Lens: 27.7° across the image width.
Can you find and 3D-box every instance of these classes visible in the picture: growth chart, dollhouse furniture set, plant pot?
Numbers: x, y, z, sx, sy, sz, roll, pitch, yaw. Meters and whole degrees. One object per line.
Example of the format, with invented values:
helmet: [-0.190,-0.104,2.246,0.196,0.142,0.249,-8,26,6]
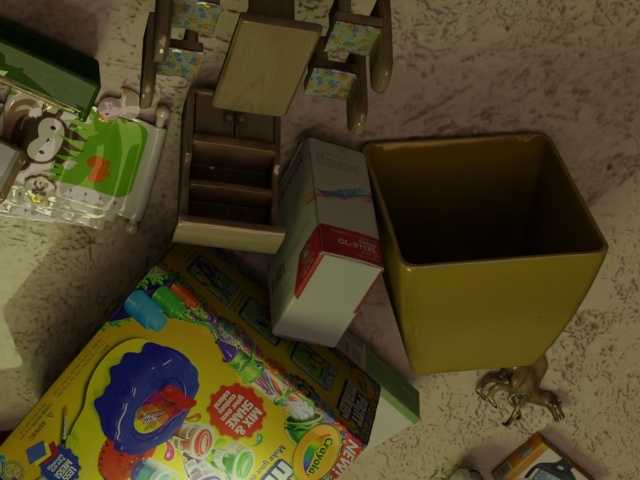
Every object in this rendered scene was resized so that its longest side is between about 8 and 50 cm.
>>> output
growth chart: [-0.280,-0.084,1.345,0.237,0.021,0.172,4,115,-13]
dollhouse furniture set: [-0.305,-0.071,1.164,0.151,0.301,0.198,25,105,-19]
plant pot: [0.159,0.025,1.390,0.212,0.212,0.187,-4,129,-9]
dollhouse furniture set: [-0.065,-0.116,1.226,0.212,0.161,0.242,7,151,-14]

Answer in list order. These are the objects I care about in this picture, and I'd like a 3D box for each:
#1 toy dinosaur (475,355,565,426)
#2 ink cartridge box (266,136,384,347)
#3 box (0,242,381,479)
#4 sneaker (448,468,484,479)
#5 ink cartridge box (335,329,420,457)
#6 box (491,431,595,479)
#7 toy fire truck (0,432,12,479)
toy dinosaur: [0.233,0.162,1.560,0.092,0.053,0.183,-38,126,-8]
ink cartridge box: [0.000,0.000,1.338,0.072,0.175,0.127,14,132,-19]
box: [-0.137,0.195,1.376,0.279,0.177,0.290,40,105,-3]
sneaker: [0.121,0.409,1.627,0.129,0.111,0.297,19,111,-13]
ink cartridge box: [-0.024,0.206,1.523,0.235,0.056,0.171,-36,118,25]
box: [0.292,0.310,1.651,0.136,0.028,0.081,39,104,-23]
toy fire truck: [-0.409,0.358,1.412,0.302,0.254,0.169,-8,118,-7]
